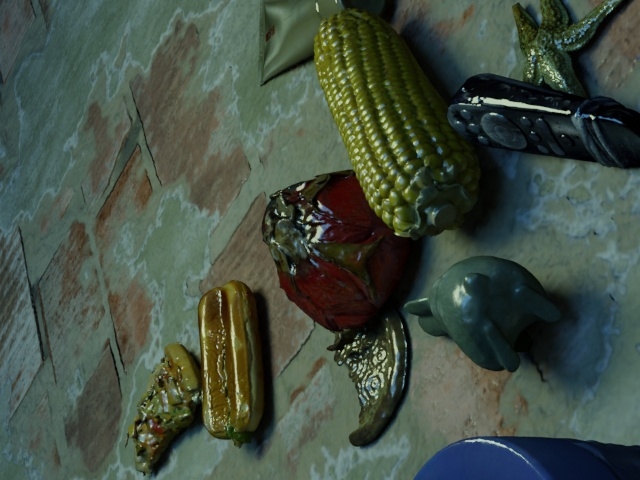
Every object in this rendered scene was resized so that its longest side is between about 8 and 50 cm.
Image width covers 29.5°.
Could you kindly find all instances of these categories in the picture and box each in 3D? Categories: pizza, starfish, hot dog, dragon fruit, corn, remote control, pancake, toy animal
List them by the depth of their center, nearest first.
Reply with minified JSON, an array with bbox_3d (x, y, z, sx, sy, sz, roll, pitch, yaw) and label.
[{"bbox_3d":[0.247,-0.130,1.277,0.266,0.090,0.066,16,70,48],"label":"remote control"},{"bbox_3d":[0.164,0.063,1.319,0.108,0.138,0.236,-43,19,-5],"label":"toy animal"},{"bbox_3d":[0.261,-0.214,1.339,0.217,0.050,0.223,-44,49,30],"label":"starfish"},{"bbox_3d":[0.088,-0.146,1.487,0.144,0.144,0.387,-57,33,27],"label":"corn"},{"bbox_3d":[0.001,-0.004,1.533,0.223,0.148,0.218,-56,33,20],"label":"dragon fruit"},{"bbox_3d":[0.050,0.155,1.535,0.190,0.020,0.184,37,110,55],"label":"pancake"},{"bbox_3d":[-0.124,0.180,1.748,0.104,0.076,0.250,-24,60,28],"label":"hot dog"},{"bbox_3d":[-0.256,0.260,1.918,0.226,0.069,0.147,-49,44,36],"label":"pizza"}]

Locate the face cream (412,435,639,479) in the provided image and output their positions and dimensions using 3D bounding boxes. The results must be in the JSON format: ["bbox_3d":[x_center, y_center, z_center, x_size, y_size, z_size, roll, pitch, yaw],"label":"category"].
[{"bbox_3d":[0.216,0.295,1.043,0.249,0.225,0.249,-21,65,52],"label":"face cream"}]

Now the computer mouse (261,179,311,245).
[{"bbox_3d":[-0.048,-0.037,1.731,0.135,0.047,0.079,-36,51,42],"label":"computer mouse"}]

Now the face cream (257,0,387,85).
[{"bbox_3d":[-0.020,-0.320,1.776,0.341,0.084,0.137,-5,83,63],"label":"face cream"}]
